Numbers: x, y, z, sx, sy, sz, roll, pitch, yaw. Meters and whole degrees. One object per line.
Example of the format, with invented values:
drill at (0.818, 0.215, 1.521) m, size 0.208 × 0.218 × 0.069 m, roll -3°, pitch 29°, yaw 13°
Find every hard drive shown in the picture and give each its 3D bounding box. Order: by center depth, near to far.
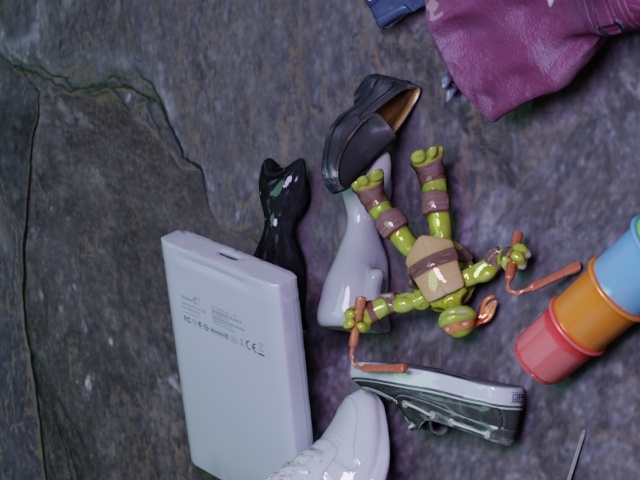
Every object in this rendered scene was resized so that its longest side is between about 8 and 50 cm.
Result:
hard drive at (-0.093, 0.155, 1.791) m, size 0.203 × 0.040 × 0.307 m, roll 20°, pitch 126°, yaw 42°

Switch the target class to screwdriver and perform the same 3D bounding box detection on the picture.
screwdriver at (0.246, 0.273, 1.570) m, size 0.025 × 0.024 × 0.169 m, roll 23°, pitch 95°, yaw 12°

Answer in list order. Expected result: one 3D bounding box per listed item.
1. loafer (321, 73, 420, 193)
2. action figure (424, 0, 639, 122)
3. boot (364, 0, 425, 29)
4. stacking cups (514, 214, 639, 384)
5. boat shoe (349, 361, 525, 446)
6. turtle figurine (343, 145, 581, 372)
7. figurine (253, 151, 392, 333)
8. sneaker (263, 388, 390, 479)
loafer at (0.054, -0.121, 1.716) m, size 0.061 × 0.062 × 0.170 m, roll 4°, pitch 53°, yaw 35°
action figure at (0.287, -0.244, 1.515) m, size 0.370 × 0.248 × 0.275 m, roll -7°, pitch 43°, yaw 34°
boot at (0.123, -0.314, 1.725) m, size 0.190 × 0.069 × 0.086 m, roll -29°, pitch 88°, yaw 34°
stacking cups at (0.316, 0.031, 1.491) m, size 0.316 × 0.096 × 0.096 m, roll -49°, pitch 55°, yaw 33°
boat shoe at (0.116, 0.173, 1.658) m, size 0.219 × 0.078 × 0.070 m, roll 9°, pitch 90°, yaw 42°
turtle figurine at (0.132, 0.014, 1.655) m, size 0.270 × 0.087 × 0.217 m, roll -26°, pitch 73°, yaw 20°
figurine at (0.000, 0.000, 1.785) m, size 0.215 × 0.092 × 0.209 m, roll -3°, pitch 79°, yaw 42°
sneaker at (-0.025, 0.287, 1.683) m, size 0.305 × 0.152 × 0.114 m, roll -64°, pitch 16°, yaw -17°
